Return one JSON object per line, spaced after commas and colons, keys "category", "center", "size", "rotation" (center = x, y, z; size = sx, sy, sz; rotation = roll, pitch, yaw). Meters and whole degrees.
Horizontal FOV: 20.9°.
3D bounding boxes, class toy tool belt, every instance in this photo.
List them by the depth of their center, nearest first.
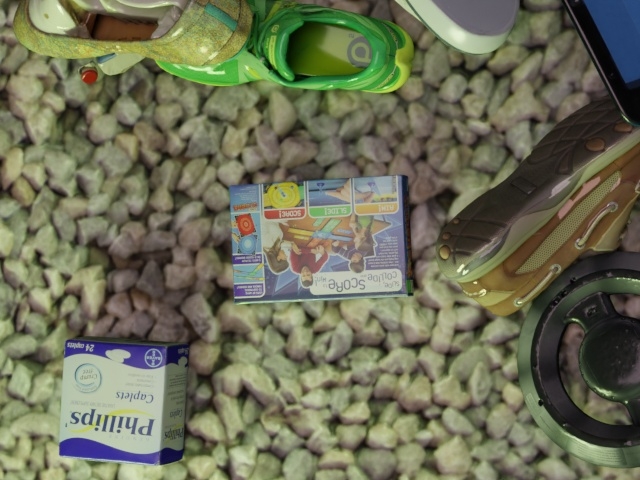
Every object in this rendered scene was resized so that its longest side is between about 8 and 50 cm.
{"category": "toy tool belt", "center": [-0.242, -0.218, 1.998], "size": [0.083, 0.052, 0.051], "rotation": [-27, 52, 10]}

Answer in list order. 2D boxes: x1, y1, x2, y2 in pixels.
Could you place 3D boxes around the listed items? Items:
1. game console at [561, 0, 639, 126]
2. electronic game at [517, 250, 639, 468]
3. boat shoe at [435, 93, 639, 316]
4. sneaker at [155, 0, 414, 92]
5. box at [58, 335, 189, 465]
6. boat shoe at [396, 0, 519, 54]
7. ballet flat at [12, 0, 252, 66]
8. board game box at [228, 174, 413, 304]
{"category": "game console", "center": [0.377, -0.301, 1.730], "size": [0.250, 0.173, 0.293], "rotation": [-29, 86, 41]}
{"category": "electronic game", "center": [0.318, 0.125, 1.831], "size": [0.229, 0.048, 0.229], "rotation": [-4, 80, 24]}
{"category": "boat shoe", "center": [0.273, -0.045, 1.832], "size": [0.324, 0.123, 0.116], "rotation": [-38, 114, 3]}
{"category": "sneaker", "center": [-0.047, -0.221, 1.902], "size": [0.295, 0.123, 0.109], "rotation": [4, 91, 16]}
{"category": "box", "center": [-0.223, 0.181, 1.972], "size": [0.126, 0.072, 0.137], "rotation": [3, 91, 16]}
{"category": "boat shoe", "center": [0.075, -0.316, 1.859], "size": [0.136, 0.156, 0.367], "rotation": [-21, 66, -29]}
{"category": "ballet flat", "center": [-0.232, -0.261, 1.904], "size": [0.348, 0.123, 0.123], "rotation": [11, 92, 36]}
{"category": "board game box", "center": [0.000, 0.000, 1.933], "size": [0.201, 0.035, 0.136], "rotation": [-2, 89, 15]}
